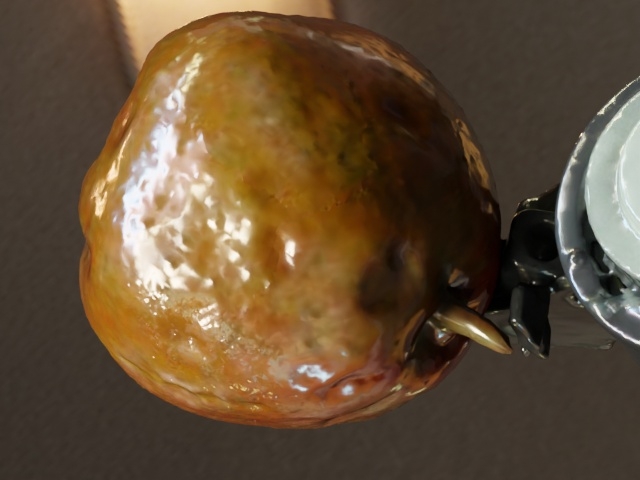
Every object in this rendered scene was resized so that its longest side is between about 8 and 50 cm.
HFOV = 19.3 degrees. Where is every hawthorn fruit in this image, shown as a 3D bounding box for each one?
[{"bbox_3d":[0.000,0.000,1.190,0.298,0.277,0.277,31,-139,31],"label":"hawthorn fruit"}]

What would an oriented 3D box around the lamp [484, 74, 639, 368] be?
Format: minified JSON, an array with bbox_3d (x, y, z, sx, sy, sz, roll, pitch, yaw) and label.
[{"bbox_3d":[0.277,0.012,1.135,0.374,0.272,0.205,5,-113,9],"label":"lamp"}]
